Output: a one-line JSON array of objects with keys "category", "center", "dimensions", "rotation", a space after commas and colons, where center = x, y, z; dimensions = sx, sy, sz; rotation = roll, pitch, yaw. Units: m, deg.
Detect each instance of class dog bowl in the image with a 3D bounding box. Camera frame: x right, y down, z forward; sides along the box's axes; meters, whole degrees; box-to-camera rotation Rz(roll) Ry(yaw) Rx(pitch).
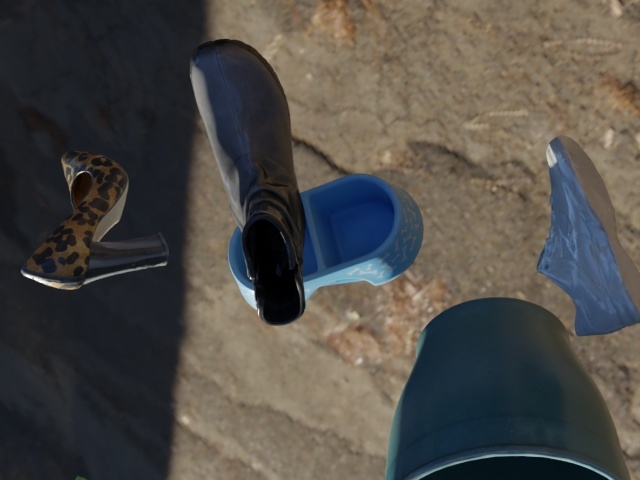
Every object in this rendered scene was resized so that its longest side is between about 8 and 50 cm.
[{"category": "dog bowl", "center": [0.000, 0.000, 1.778], "dimensions": [0.074, 0.297, 0.166], "rotation": [47, -153, -63]}]

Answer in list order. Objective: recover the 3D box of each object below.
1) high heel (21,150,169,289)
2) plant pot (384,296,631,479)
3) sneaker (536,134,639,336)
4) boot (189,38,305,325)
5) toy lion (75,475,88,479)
[{"category": "high heel", "center": [-0.332, -0.038, 1.566], "dimensions": [0.261, 0.186, 0.093], "rotation": [47, 134, 38]}, {"category": "plant pot", "center": [0.200, 0.211, 1.346], "dimensions": [0.271, 0.255, 0.272], "rotation": [2, 134, 2]}, {"category": "sneaker", "center": [0.262, -0.002, 1.273], "dimensions": [0.094, 0.080, 0.212], "rotation": [-25, 76, 32]}, {"category": "boot", "center": [-0.078, -0.076, 1.564], "dimensions": [0.223, 0.118, 0.338], "rotation": [-96, -13, -60]}, {"category": "toy lion", "center": [-0.128, 0.198, 0.864], "dimensions": [0.100, 0.034, 0.096], "rotation": [22, 162, 18]}]
